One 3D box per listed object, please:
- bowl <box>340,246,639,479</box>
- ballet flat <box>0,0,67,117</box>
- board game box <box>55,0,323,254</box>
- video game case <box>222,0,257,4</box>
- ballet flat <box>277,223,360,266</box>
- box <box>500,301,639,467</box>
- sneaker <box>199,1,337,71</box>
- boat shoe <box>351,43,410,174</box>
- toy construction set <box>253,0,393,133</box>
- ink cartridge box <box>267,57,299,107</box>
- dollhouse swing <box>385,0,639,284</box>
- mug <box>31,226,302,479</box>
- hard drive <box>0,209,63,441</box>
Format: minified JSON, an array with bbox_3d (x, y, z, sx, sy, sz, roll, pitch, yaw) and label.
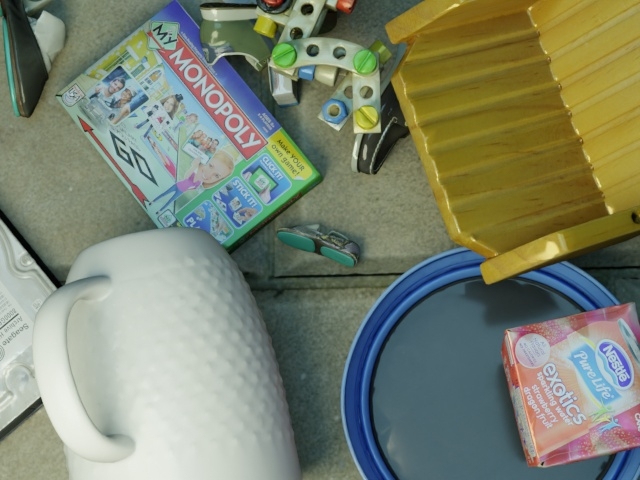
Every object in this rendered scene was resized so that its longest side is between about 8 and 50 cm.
[{"bbox_3d":[0.223,0.202,1.825,0.391,0.077,0.391,-1,80,6],"label":"bowl"},{"bbox_3d":[-0.402,-0.307,1.969,0.096,0.095,0.280,-15,79,-9],"label":"ballet flat"},{"bbox_3d":[-0.177,-0.138,1.939,0.213,0.046,0.317,-39,79,0],"label":"board game box"},{"bbox_3d":[-0.096,-0.431,1.964,0.193,0.023,0.212,40,100,10],"label":"video game case"},{"bbox_3d":[0.000,0.000,1.905,0.114,0.041,0.041,21,84,9],"label":"ballet flat"},{"bbox_3d":[0.290,0.171,1.631,0.142,0.300,0.154,-12,79,4],"label":"box"},{"bbox_3d":[-0.072,-0.269,1.926,0.192,0.064,0.086,-2,107,-24],"label":"sneaker"},{"bbox_3d":[0.111,-0.183,1.896,0.069,0.081,0.227,23,81,13],"label":"boat shoe"},{"bbox_3d":[0.039,-0.309,1.833,0.215,0.151,0.327,24,76,7],"label":"toy construction set"},{"bbox_3d":[-0.049,-0.211,1.916,0.028,0.083,0.048,-7,80,6],"label":"ink cartridge box"},{"bbox_3d":[0.312,-0.176,1.678,0.315,0.305,0.346,-16,83,-26],"label":"dollhouse swing"},{"bbox_3d":[-0.210,0.158,1.729,0.276,0.374,0.328,-17,79,25],"label":"mug"},{"bbox_3d":[-0.474,0.089,1.925,0.237,0.064,0.339,-40,80,-1],"label":"hard drive"}]
